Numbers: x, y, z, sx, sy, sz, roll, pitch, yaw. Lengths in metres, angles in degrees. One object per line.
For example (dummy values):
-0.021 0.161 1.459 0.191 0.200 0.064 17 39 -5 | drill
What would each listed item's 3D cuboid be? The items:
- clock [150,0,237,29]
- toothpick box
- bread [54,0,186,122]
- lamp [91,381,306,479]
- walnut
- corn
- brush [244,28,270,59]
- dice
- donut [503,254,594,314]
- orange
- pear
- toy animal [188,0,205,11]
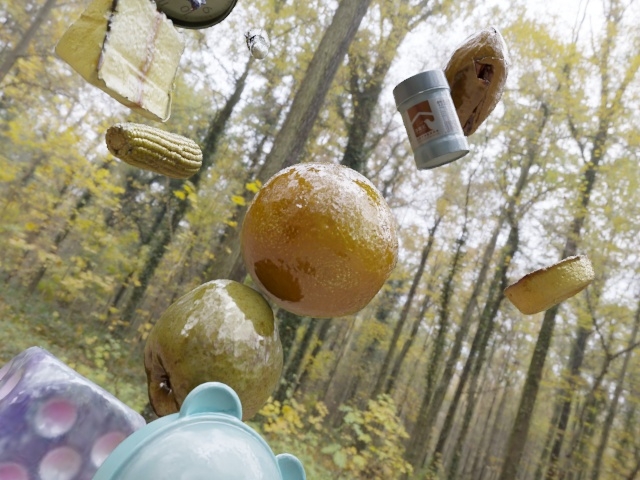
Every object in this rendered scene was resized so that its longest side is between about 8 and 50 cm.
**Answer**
-0.358 -0.705 1.386 0.325 0.067 0.325 4 -36 3 | clock
0.199 -0.215 0.962 0.101 0.153 0.101 -17 -7 -2 | toothpick box
-0.419 -0.431 1.239 0.198 0.236 0.263 39 3 19 | bread
-0.146 0.296 0.512 0.209 0.284 0.147 53 -15 -18 | lamp
0.314 -0.326 1.124 0.137 0.245 0.137 15 30 -9 | walnut
-0.282 -0.153 0.927 0.080 0.080 0.231 20 6 13 | corn
-0.091 -0.278 0.756 0.299 0.039 0.042 -104 179 -68 | brush
-0.516 0.380 0.996 0.270 0.271 0.270 -3 -44 52 | dice
0.429 0.085 0.986 0.178 0.065 0.162 0 -30 -48 | donut
0.000 0.000 0.919 0.274 0.274 0.274 22 -16 6 | orange
-0.167 0.181 0.819 0.188 0.229 0.211 -3 13 29 | pear
-0.290 -0.484 0.938 0.217 0.075 0.041 52 -36 13 | toy animal
